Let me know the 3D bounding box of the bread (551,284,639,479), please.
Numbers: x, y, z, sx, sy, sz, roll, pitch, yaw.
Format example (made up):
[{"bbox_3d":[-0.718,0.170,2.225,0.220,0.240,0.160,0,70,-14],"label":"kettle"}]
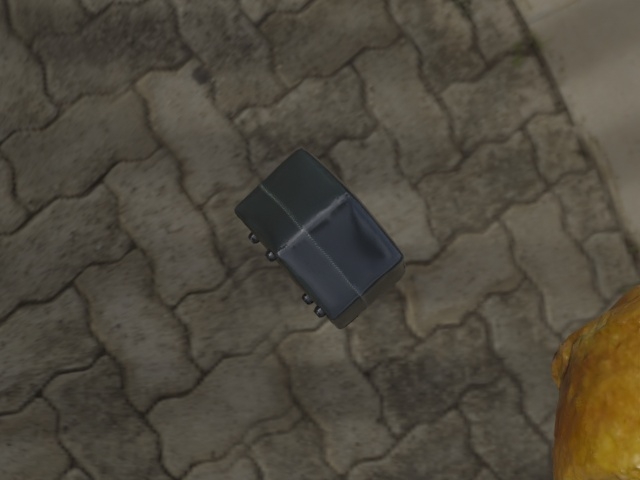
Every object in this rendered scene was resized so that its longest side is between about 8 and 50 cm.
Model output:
[{"bbox_3d":[0.203,0.101,0.717,0.140,0.229,0.143,13,65,-4],"label":"bread"}]

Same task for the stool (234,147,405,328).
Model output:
[{"bbox_3d":[0.000,0.000,1.691,0.141,0.232,0.232,-41,98,-2],"label":"stool"}]
